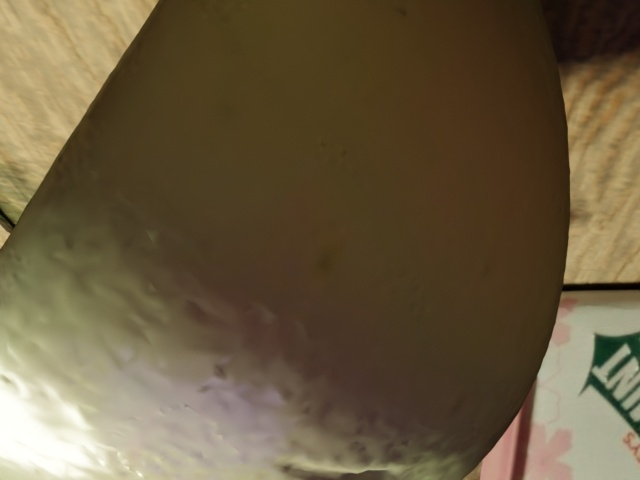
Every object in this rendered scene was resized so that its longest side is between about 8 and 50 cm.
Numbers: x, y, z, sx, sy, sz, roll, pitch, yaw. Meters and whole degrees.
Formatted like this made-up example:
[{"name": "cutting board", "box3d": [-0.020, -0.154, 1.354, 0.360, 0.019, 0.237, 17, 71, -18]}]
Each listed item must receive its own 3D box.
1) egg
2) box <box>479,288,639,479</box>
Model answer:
[{"name": "egg", "box3d": [-0.010, 0.016, 0.524, 0.161, 0.206, 0.271, 33, 155, -3]}, {"name": "box", "box3d": [0.261, 0.119, 0.828, 0.369, 0.190, 0.112, -1, 165, 42]}]
